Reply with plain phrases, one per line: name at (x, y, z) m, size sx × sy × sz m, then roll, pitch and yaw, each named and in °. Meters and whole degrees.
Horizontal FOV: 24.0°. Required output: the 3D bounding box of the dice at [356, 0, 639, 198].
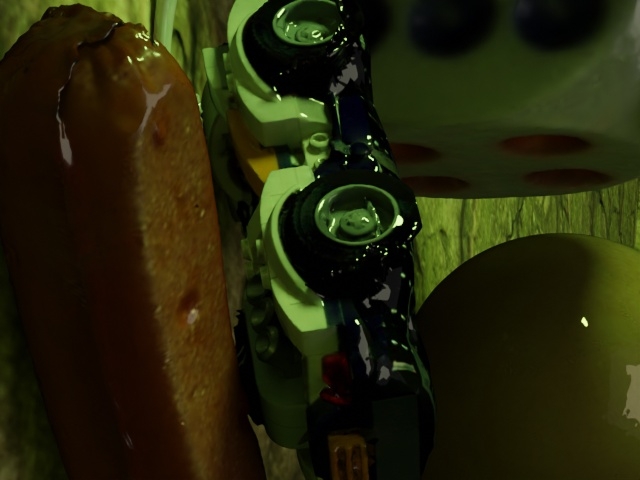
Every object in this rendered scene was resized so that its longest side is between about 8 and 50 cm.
dice at (0.132, -0.167, 1.114) m, size 0.251 × 0.259 × 0.243 m, roll 30°, pitch 62°, yaw -69°

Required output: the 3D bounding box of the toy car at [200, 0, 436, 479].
toy car at (-0.002, 0.001, 0.835) m, size 0.193 × 0.118 × 0.301 m, roll 84°, pitch -2°, yaw -48°

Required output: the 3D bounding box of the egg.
egg at (0.216, 0.143, 1.342) m, size 0.374 × 0.301 × 0.301 m, roll 25°, pitch 69°, yaw -56°

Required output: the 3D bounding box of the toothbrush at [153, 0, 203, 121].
toothbrush at (-0.078, -0.183, 0.840) m, size 0.025 × 0.029 × 0.307 m, roll -8°, pitch 100°, yaw -67°

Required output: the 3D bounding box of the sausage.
sausage at (-0.094, 0.045, 0.726) m, size 0.102 × 0.102 × 0.330 m, roll -62°, pitch 150°, yaw -52°
